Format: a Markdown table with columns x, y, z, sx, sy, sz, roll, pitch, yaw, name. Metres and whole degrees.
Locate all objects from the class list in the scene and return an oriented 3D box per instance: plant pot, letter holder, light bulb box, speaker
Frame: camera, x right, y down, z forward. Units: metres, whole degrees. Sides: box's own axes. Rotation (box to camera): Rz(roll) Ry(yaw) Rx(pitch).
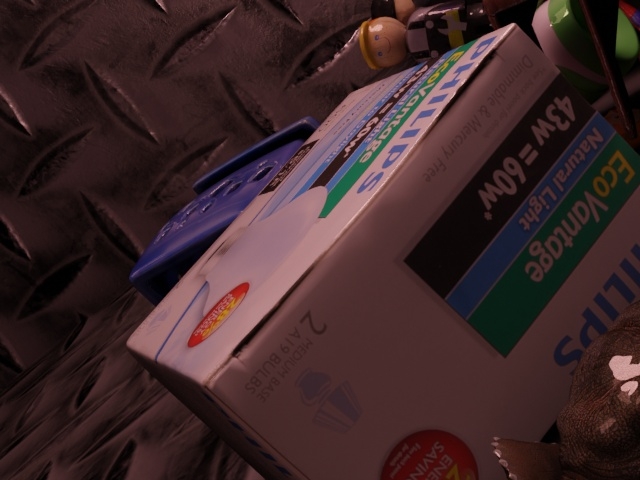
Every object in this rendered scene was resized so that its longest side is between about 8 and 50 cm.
| x | y | z | sx | sy | sz | roll | pitch | yaw | name |
| --- | --- | --- | --- | --- | --- | --- | --- | --- | --- |
| -0.039 | 0.008 | 1.310 | 0.236 | 0.236 | 0.212 | -26 | 30 | 37 | plant pot |
| 0.267 | -0.172 | 1.054 | 0.152 | 0.214 | 0.302 | -20 | 13 | 17 | letter holder |
| 0.053 | 0.045 | 0.966 | 0.358 | 0.225 | 0.361 | -49 | 13 | -13 | light bulb box |
| 0.233 | -0.163 | 1.341 | 0.296 | 0.131 | 0.131 | -44 | 6 | 44 | speaker |

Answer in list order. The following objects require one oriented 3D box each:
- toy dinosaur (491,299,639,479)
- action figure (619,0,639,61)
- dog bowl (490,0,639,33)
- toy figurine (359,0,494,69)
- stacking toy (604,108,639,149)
| x | y | z | sx | sy | sz | roll | pitch | yaw | name |
| --- | --- | --- | --- | --- | --- | --- | --- | --- | --- |
| 0.205 | 0.079 | 0.661 | 0.160 | 0.121 | 0.313 | 2 | 47 | 54 | toy dinosaur |
| 0.436 | -0.320 | 1.354 | 0.280 | 0.139 | 0.091 | -50 | 14 | -24 | action figure |
| 0.342 | -0.347 | 1.431 | 0.349 | 0.102 | 0.349 | -29 | -25 | -15 | dog bowl |
| 0.111 | -0.226 | 1.166 | 0.148 | 0.209 | 0.213 | -6 | 67 | 14 | toy figurine |
| 0.212 | -0.083 | 1.233 | 0.302 | 0.165 | 0.175 | -18 | 15 | 27 | stacking toy |
